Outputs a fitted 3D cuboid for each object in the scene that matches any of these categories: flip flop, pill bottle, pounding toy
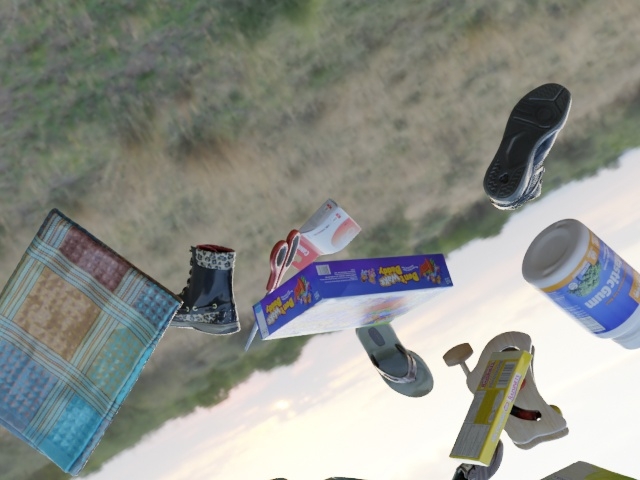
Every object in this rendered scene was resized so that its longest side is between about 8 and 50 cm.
[{"bbox_3d":[0.178,0.288,2.274,0.112,0.277,0.080,-31,-152,8],"label":"flip flop"},{"bbox_3d":[0.524,0.092,1.800,0.152,0.272,0.152,-43,-156,25],"label":"pill bottle"},{"bbox_3d":[0.372,0.276,1.816,0.154,0.269,0.155,-39,151,0],"label":"pounding toy"}]

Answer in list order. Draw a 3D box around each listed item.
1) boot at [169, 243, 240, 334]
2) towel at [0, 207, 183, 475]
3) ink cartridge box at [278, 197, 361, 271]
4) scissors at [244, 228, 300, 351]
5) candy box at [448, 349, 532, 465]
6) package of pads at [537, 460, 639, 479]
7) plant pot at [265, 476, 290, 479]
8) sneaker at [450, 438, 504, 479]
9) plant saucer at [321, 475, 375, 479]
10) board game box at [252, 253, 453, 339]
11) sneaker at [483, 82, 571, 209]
[{"bbox_3d":[-0.266,0.092,1.981,0.236,0.179,0.085,9,-166,32],"label":"boot"},{"bbox_3d":[-0.421,0.171,1.545,0.370,0.271,0.040,-56,176,15],"label":"towel"},{"bbox_3d":[0.000,0.000,2.240,0.179,0.045,0.145,-49,147,0],"label":"ink cartridge box"},{"bbox_3d":[-0.106,0.113,2.130,0.109,0.021,0.297,-33,144,-59],"label":"scissors"},{"bbox_3d":[0.291,0.284,1.623,0.206,0.027,0.105,-63,-168,-17],"label":"candy box"},{"bbox_3d":[0.688,0.654,2.368,0.229,0.101,0.296,-13,-167,-35],"label":"package of pads"},{"bbox_3d":[-0.109,0.645,2.000,0.293,0.235,0.293,-24,180,0],"label":"plant pot"},{"bbox_3d":[0.346,0.513,2.128,0.188,0.066,0.071,-54,141,-13],"label":"sneaker"},{"bbox_3d":[0.068,0.415,1.565,0.195,0.037,0.195,7,171,1],"label":"plant saucer"},{"bbox_3d":[0.068,0.114,1.960,0.347,0.078,0.233,-3,158,-37],"label":"board game box"},{"bbox_3d":[0.346,-0.150,1.590,0.228,0.087,0.130,-63,161,-8],"label":"sneaker"}]
